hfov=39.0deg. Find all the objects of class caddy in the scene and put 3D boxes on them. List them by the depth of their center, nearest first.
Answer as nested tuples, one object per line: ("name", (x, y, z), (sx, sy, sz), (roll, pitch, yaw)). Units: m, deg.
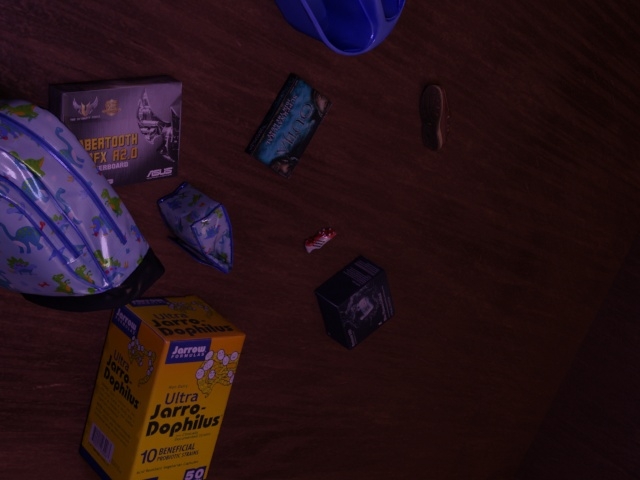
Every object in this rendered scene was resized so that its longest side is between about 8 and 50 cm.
("caddy", (0.035, -0.508, 1.680), (0.241, 0.179, 0.341), (-48, 137, -11))

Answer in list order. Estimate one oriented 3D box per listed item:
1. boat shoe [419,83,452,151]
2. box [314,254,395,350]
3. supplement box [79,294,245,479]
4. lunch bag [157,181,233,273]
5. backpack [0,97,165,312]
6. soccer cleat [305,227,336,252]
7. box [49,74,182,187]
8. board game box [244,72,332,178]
("boat shoe", (0.275, -0.295, 2.123), (0.060, 0.064, 0.178), (-37, 140, -30))
("box", (0.085, 0.150, 2.171), (0.158, 0.093, 0.156), (-36, 133, -22))
("supplement box", (-0.317, 0.308, 1.799), (0.194, 0.195, 0.356), (0, 112, -44))
("lunch bag", (-0.233, -0.016, 1.743), (0.096, 0.129, 0.151), (-38, 136, -20))
("backpack", (-0.451, -0.053, 1.404), (0.273, 0.290, 0.355), (-46, 134, -46))
("soccer cleat", (0.000, 0.000, 2.053), (0.083, 0.029, 0.035), (-28, 139, -26))
("box", (-0.355, -0.187, 1.581), (0.231, 0.056, 0.183), (-13, 122, -39))
("board game box", (-0.063, -0.233, 1.858), (0.126, 0.026, 0.186), (30, 91, -48))
